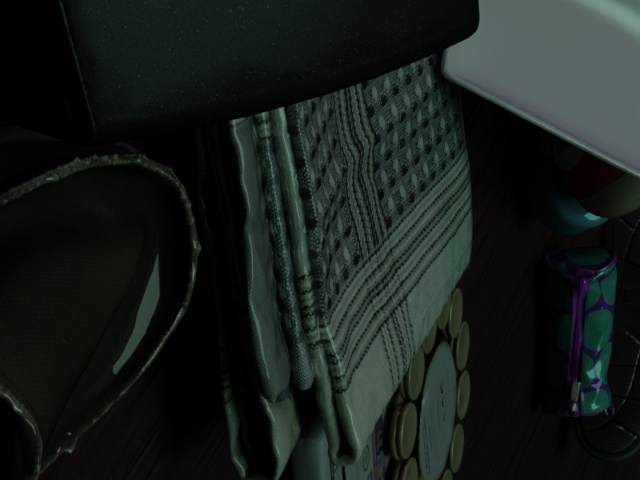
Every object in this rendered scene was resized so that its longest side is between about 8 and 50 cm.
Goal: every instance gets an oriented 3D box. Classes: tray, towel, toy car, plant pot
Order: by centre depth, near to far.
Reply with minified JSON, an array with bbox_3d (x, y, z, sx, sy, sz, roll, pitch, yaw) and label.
[{"bbox_3d":[-0.075,-0.133,0.510,0.167,0.187,0.188,-39,133,-36],"label":"plant pot"},{"bbox_3d":[0.022,-0.065,0.815,0.324,0.056,0.312,-45,134,-57],"label":"towel"},{"bbox_3d":[0.195,-0.101,0.965,0.270,0.030,0.145,24,60,-19],"label":"tray"},{"bbox_3d":[0.228,-0.159,1.150,0.210,0.219,0.238,-35,89,-25],"label":"toy car"}]

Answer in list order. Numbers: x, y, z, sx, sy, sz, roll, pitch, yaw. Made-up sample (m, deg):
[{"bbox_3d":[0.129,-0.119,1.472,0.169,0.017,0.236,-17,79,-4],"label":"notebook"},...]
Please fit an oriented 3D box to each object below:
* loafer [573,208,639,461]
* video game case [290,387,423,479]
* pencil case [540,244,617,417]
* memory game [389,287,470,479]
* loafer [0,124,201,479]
[{"bbox_3d":[0.307,0.087,1.441,0.084,0.096,0.267,43,57,-66],"label":"loafer"},{"bbox_3d":[0.029,0.165,0.948,0.193,0.023,0.212,-51,141,-58],"label":"video game case"},{"bbox_3d":[0.226,0.081,1.300,0.070,0.065,0.151,-62,152,-66],"label":"pencil case"},{"bbox_3d":[0.076,0.118,1.014,0.186,0.012,0.186,5,90,-72],"label":"memory game"},{"bbox_3d":[-0.134,0.066,0.489,0.366,0.130,0.133,-42,134,-53],"label":"loafer"}]
